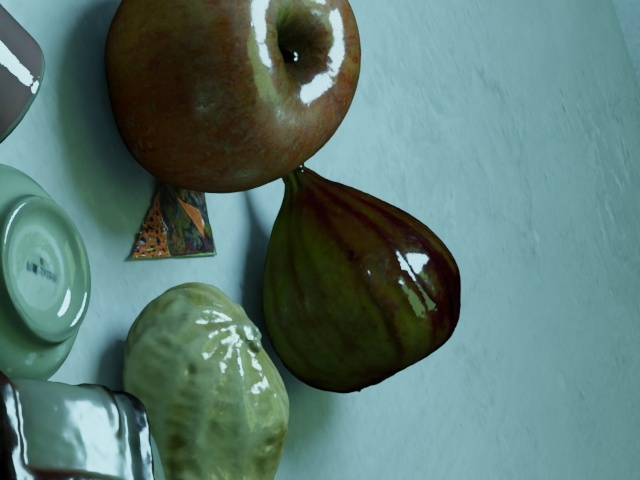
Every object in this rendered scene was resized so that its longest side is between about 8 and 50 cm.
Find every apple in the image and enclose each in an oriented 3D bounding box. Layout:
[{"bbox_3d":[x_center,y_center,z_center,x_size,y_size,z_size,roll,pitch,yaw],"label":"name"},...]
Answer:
[{"bbox_3d":[-0.091,-0.163,1.628,0.253,0.253,0.253,32,52,-55],"label":"apple"}]

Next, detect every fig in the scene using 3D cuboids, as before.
[{"bbox_3d":[0.000,0.000,1.800,0.321,0.217,0.217,56,29,-1],"label":"fig"}]

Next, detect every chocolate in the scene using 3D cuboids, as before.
[{"bbox_3d":[-0.215,0.192,1.192,0.283,0.283,0.186,36,48,-54],"label":"chocolate"}]

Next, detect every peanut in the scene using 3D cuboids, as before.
[{"bbox_3d":[-0.095,0.198,1.543,0.140,0.153,0.325,35,41,-73],"label":"peanut"}]

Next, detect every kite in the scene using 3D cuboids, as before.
[{"bbox_3d":[-0.130,-0.026,1.713,0.125,0.008,0.222,56,34,-38],"label":"kite"}]

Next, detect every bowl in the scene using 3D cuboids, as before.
[{"bbox_3d":[-0.254,0.030,1.341,0.211,0.112,0.211,27,59,-58],"label":"bowl"}]

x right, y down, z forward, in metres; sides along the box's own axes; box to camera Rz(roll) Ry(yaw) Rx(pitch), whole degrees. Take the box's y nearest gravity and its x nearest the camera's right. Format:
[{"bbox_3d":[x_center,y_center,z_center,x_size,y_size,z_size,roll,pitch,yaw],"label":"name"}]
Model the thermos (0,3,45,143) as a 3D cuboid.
[{"bbox_3d":[-0.319,-0.175,1.223,0.265,0.176,0.146,52,56,-43],"label":"thermos"}]
